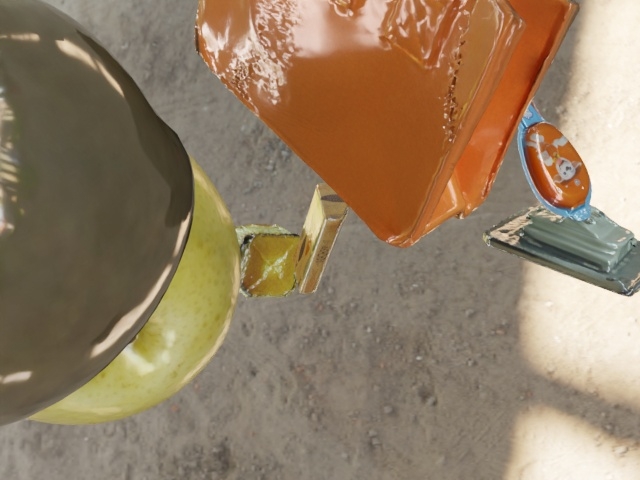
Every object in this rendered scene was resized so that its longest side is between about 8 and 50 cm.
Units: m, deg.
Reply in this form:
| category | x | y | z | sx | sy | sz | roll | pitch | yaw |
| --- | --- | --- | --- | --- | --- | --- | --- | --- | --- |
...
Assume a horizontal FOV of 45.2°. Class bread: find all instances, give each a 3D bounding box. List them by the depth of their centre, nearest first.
| category | x | y | z | sx | sy | sz | roll | pitch | yaw |
| --- | --- | --- | --- | --- | --- | --- | --- | --- | --- |
| bread | -0.102 | 0.037 | 1.311 | 0.069 | 0.140 | 0.128 | 25 | 111 | 51 |

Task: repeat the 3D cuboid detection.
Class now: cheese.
| category | x | y | z | sx | sy | sz | roll | pitch | yaw |
| --- | --- | --- | --- | --- | --- | --- | --- | --- | --- |
| cheese | 0.282 | -0.138 | 1.002 | 0.256 | 0.106 | 0.037 | 63 | 149 | 3 |

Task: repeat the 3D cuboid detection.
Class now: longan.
| category | x | y | z | sx | sy | sz | roll | pitch | yaw |
| --- | --- | --- | --- | --- | --- | --- | --- | --- | --- |
| longan | -0.195 | -0.019 | 0.405 | 0.258 | 0.258 | 0.258 | -9 | 76 | 42 |

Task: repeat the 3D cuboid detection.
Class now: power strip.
| category | x | y | z | sx | sy | sz | roll | pitch | yaw |
| --- | --- | --- | --- | --- | --- | --- | --- | --- | --- |
| power strip | 0.353 | -0.011 | 1.049 | 0.213 | 0.198 | 0.065 | 24 | 118 | 26 |

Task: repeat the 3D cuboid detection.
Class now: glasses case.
| category | x | y | z | sx | sy | sz | roll | pitch | yaw |
| --- | --- | --- | --- | --- | --- | --- | --- | --- | --- |
| glasses case | 0.000 | 0.000 | 1.070 | 0.170 | 0.041 | 0.065 | 111 | 154 | -49 |

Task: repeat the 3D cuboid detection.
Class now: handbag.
| category | x | y | z | sx | sy | sz | roll | pitch | yaw |
| --- | --- | --- | --- | --- | --- | --- | --- | --- | --- |
| handbag | 0.029 | -0.218 | 0.769 | 0.410 | 0.116 | 0.303 | 47 | 141 | 26 |

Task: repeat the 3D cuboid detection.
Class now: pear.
| category | x | y | z | sx | sy | sz | roll | pitch | yaw |
| --- | --- | --- | --- | --- | --- | --- | --- | --- | --- |
| pear | -0.261 | 0.022 | 0.814 | 0.348 | 0.348 | 0.348 | -9 | 76 | 42 |
